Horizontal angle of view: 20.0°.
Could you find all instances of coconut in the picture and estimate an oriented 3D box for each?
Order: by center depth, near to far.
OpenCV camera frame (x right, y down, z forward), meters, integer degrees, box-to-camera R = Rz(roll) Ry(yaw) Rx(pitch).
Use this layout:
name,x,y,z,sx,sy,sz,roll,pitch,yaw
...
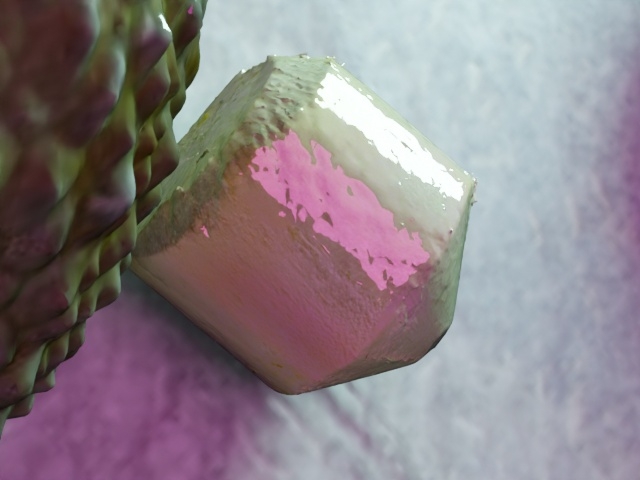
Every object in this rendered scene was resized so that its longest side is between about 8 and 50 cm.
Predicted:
name,x,y,z,sx,sy,sz,roll,pitch,yaw
coconut,0.000,0.000,0.682,0.122,0.116,0.116,41,62,-15

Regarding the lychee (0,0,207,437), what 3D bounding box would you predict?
name,x,y,z,sx,sy,sz,roll,pitch,yaw
lychee,-0.143,-0.065,0.537,0.255,0.255,0.274,-16,94,-31
